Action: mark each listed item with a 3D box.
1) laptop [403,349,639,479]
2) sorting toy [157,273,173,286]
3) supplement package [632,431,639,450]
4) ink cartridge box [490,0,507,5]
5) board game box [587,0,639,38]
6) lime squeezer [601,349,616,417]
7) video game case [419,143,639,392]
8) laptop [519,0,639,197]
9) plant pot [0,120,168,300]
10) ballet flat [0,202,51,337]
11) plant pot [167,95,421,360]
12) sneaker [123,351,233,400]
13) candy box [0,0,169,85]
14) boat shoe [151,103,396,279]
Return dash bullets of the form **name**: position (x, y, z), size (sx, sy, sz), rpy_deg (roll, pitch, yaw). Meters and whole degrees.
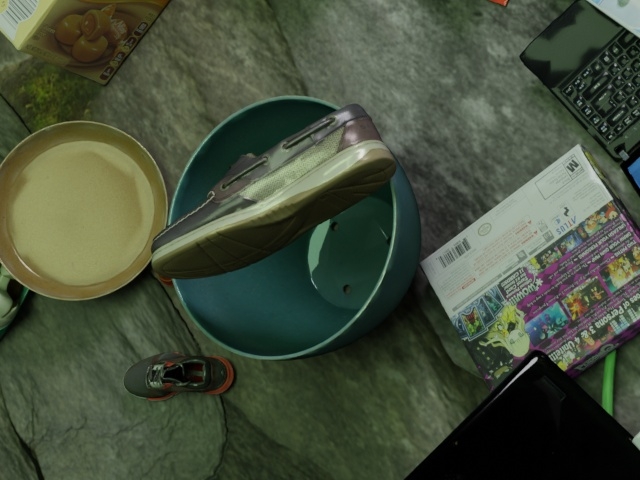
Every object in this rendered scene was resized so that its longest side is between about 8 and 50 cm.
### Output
- **laptop**: position (0.209, 0.404, 1.530), size (0.408, 0.236, 0.382), rpy_deg (-43, 77, -12)
- **sorting toy**: position (-0.169, 0.024, 1.868), size (0.102, 0.042, 0.061), rpy_deg (-35, 66, 20)
- **supplement package**: position (0.472, 0.217, 1.374), size (0.199, 0.198, 0.262), rpy_deg (-48, 62, 13)
- **ink cartridge box**: position (0.176, -0.321, 1.742), size (0.115, 0.029, 0.063), rpy_deg (24, 92, 31)
- **board game box**: position (0.400, -0.415, 1.567), size (0.390, 0.050, 0.390), rpy_deg (-52, 47, 11)
- **lime squeezer**: position (0.336, 0.264, 1.527), size (0.110, 0.059, 0.310), rpy_deg (-38, 64, 19)
- **video game case**: position (0.247, 0.044, 1.619), size (0.232, 0.042, 0.210), rpy_deg (-39, 59, 18)
- **laptop**: position (0.361, -0.188, 1.547), size (0.234, 0.136, 0.264), rpy_deg (-44, 75, 15)
- **plant pot**: position (-0.313, -0.037, 1.921), size (0.236, 0.032, 0.236), rpy_deg (0, 79, 2)
- **ballet flat**: position (-0.419, 0.048, 1.973), size (0.247, 0.083, 0.087), rpy_deg (-62, 24, 3)
- **plant pot**: position (0.000, 0.000, 1.686), size (0.290, 0.195, 0.290), rpy_deg (-6, 78, 29)
- **sneaker**: position (-0.187, 0.163, 1.839), size (0.158, 0.065, 0.061), rpy_deg (-9, 76, 28)
- **candy box**: position (-0.262, -0.365, 1.911), size (0.316, 0.183, 0.087), rpy_deg (-50, 62, 13)
- **boat shoe**: position (-0.057, -0.049, 1.561), size (0.285, 0.103, 0.092), rpy_deg (-28, 63, 19)
